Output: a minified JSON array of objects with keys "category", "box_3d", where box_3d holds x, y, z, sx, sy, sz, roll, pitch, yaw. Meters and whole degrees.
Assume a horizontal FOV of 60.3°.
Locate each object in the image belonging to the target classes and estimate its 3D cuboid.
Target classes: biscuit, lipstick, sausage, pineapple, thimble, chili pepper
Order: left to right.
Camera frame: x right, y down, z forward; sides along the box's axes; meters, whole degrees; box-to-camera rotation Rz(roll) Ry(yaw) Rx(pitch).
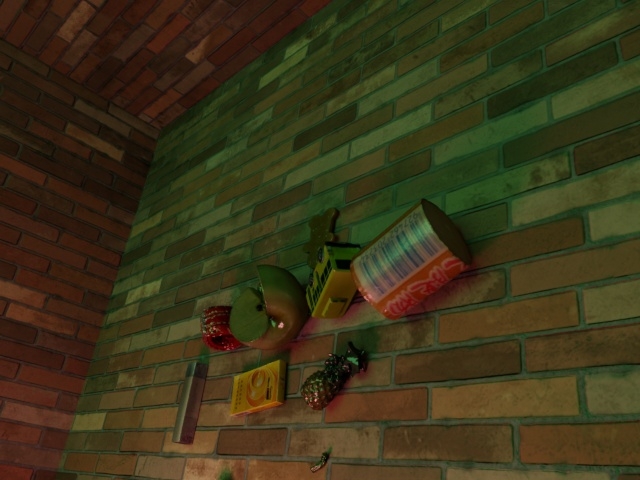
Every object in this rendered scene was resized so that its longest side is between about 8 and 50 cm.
[{"category":"lipstick","box_3d":[-0.532,0.661,2.246,0.068,0.066,0.318,-19,54,42]},{"category":"thimble","box_3d":[-0.382,0.348,2.177,0.162,0.190,0.125,-18,53,12]},{"category":"chili pepper","box_3d":[0.000,0.665,1.648,0.083,0.022,0.027,-55,38,15]},{"category":"biscuit","box_3d":[0.001,0.000,2.071,0.165,0.036,0.250,-25,46,40]},{"category":"pineapple","box_3d":[0.047,0.413,1.696,0.237,0.119,0.111,-49,-6,10]},{"category":"sausage","box_3d":[0.256,0.055,1.569,0.287,0.233,0.233,-42,40,23]}]

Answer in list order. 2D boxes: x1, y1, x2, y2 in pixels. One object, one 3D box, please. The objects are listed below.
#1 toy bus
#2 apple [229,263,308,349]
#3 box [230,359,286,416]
[{"category":"toy bus","box_3d":[0.044,0.137,1.776,0.150,0.127,0.262,-106,27,-42]},{"category":"apple","box_3d":[-0.168,0.237,1.953,0.295,0.233,0.258,-64,22,14]},{"category":"box","box_3d":[-0.225,0.535,1.981,0.269,0.043,0.153,-27,49,38]}]
